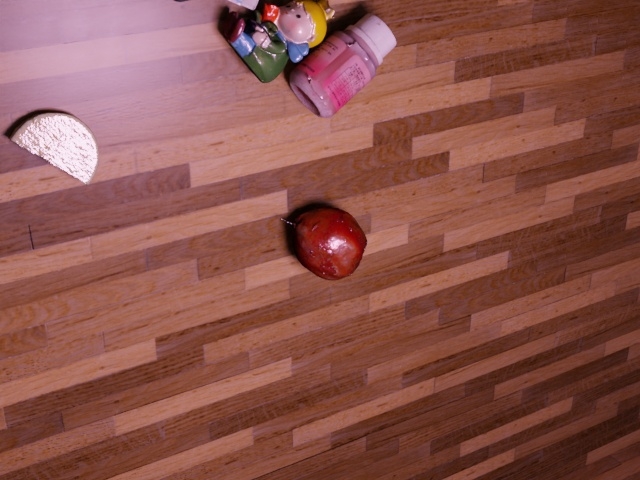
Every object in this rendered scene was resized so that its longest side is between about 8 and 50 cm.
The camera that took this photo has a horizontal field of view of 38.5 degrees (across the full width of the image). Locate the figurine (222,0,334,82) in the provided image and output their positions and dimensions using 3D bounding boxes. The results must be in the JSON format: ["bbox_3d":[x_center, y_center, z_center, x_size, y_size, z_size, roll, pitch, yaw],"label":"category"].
[{"bbox_3d":[-0.087,-0.475,2.014,0.234,0.127,0.185,-40,122,4],"label":"figurine"}]

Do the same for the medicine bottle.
[{"bbox_3d":[0.054,-0.406,2.116,0.247,0.147,0.147,-43,129,-7],"label":"medicine bottle"}]

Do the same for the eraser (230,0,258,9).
[{"bbox_3d":[-0.218,-0.552,1.856,0.225,0.052,0.096,14,105,-37],"label":"eraser"}]

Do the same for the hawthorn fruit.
[{"bbox_3d":[0.000,0.000,2.281,0.235,0.181,0.181,24,99,-29],"label":"hawthorn fruit"}]

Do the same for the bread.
[{"bbox_3d":[-0.535,-0.209,1.906,0.193,0.036,0.112,32,89,-36],"label":"bread"}]
